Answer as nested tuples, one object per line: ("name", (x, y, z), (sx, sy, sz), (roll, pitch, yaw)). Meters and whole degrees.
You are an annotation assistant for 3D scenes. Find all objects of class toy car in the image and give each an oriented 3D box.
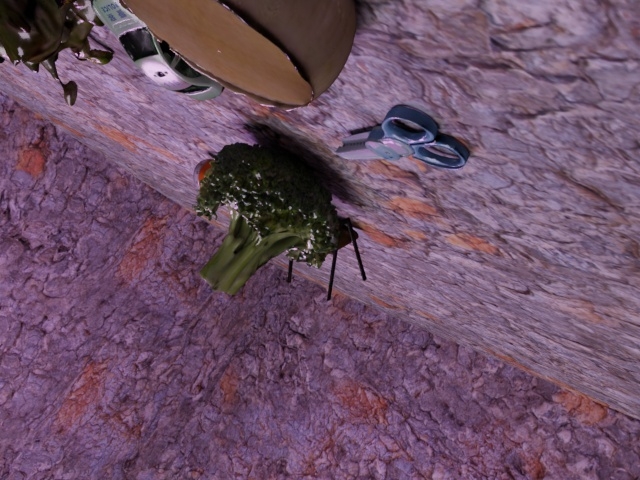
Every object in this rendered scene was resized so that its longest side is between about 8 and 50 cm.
("toy car", (-0.225, -0.275, 0.998), (0.090, 0.076, 0.224), (-1, 153, 40))

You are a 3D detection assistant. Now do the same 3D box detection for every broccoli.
("broccoli", (-0.123, -0.055, 1.442), (0.375, 0.301, 0.249), (33, -150, -57))

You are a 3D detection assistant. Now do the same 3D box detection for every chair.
("chair", (0.000, 0.000, 1.750), (0.158, 0.172, 0.247), (22, 126, 40))

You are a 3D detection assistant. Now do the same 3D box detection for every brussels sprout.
("brussels sprout", (-0.446, -0.366, 1.370), (0.083, 0.046, 0.051), (33, 130, -30))

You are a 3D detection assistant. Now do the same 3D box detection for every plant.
("plant", (-0.467, -0.376, 1.014), (0.333, 0.180, 0.251), (34, 161, -7))

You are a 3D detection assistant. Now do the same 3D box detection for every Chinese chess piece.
("Chinese chess piece", (-0.088, -0.241, 0.724), (0.257, 0.104, 0.257), (29, 171, 5))

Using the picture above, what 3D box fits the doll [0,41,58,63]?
("doll", (-0.553, -0.381, 1.221), (0.234, 0.135, 0.143), (22, -158, 25))

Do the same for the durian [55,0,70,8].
("durian", (-0.288, -0.368, 0.755), (0.187, 0.119, 0.108), (58, -170, -50))

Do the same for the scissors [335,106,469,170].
("scissors", (0.095, -0.136, 0.994), (0.125, 0.030, 0.256), (32, 168, -26))

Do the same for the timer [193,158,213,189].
("timer", (-0.262, -0.157, 1.874), (0.136, 0.099, 0.136), (16, 177, 1))
